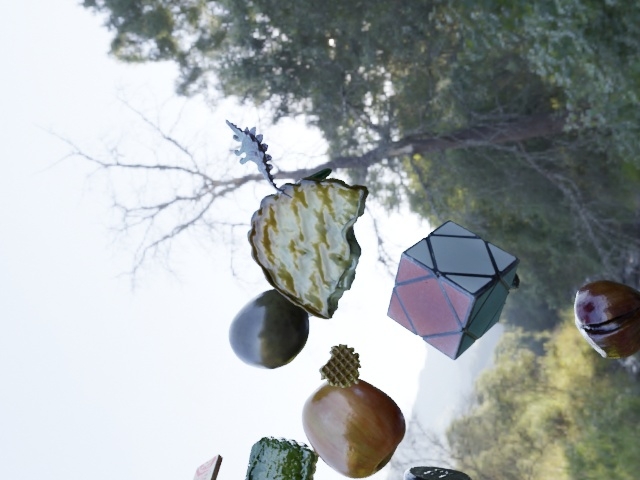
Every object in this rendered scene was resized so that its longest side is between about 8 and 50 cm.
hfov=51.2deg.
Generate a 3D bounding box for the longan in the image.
[{"bbox_3d":[-0.128,0.229,1.690,0.196,0.220,0.196,54,-171,-12],"label":"longan"}]

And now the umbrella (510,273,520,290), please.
[{"bbox_3d":[0.398,0.116,1.740,0.053,0.250,0.052,-8,-90,-48],"label":"umbrella"}]

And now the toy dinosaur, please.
[{"bbox_3d":[-0.124,-0.164,1.334,0.039,0.082,0.209,-35,-93,-35],"label":"toy dinosaur"}]

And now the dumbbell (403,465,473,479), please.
[{"bbox_3d":[0.325,0.827,1.903,0.204,0.203,0.322,20,-105,-70],"label":"dumbbell"}]

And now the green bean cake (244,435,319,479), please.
[{"bbox_3d":[-0.116,0.692,1.969,0.113,0.200,0.214,49,-130,-68],"label":"green bean cake"}]

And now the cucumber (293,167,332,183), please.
[{"bbox_3d":[-0.047,-0.165,1.950,0.033,0.184,0.036,63,174,9],"label":"cucumber"}]

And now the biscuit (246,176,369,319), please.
[{"bbox_3d":[0.000,0.000,1.573,0.329,0.335,0.078,52,-160,-1],"label":"biscuit"}]

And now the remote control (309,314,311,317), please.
[{"bbox_3d":[-0.072,0.195,1.912,0.042,0.221,0.078,51,-137,-21],"label":"remote control"}]

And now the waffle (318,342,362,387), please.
[{"bbox_3d":[0.039,0.230,1.233,0.016,0.078,0.085,124,164,-62],"label":"waffle"}]

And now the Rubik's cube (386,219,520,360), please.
[{"bbox_3d":[0.304,0.111,1.550,0.205,0.207,0.205,-31,-40,-39],"label":"Rubik's cube"}]

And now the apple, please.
[{"bbox_3d":[0.080,0.461,1.674,0.242,0.241,0.242,-40,-24,-22],"label":"apple"}]

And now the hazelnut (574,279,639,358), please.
[{"bbox_3d":[0.712,0.188,1.622,0.204,0.178,0.178,62,-156,-6],"label":"hazelnut"}]

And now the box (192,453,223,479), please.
[{"bbox_3d":[-0.208,0.429,1.196,0.015,0.058,0.093,49,-162,-16],"label":"box"}]
